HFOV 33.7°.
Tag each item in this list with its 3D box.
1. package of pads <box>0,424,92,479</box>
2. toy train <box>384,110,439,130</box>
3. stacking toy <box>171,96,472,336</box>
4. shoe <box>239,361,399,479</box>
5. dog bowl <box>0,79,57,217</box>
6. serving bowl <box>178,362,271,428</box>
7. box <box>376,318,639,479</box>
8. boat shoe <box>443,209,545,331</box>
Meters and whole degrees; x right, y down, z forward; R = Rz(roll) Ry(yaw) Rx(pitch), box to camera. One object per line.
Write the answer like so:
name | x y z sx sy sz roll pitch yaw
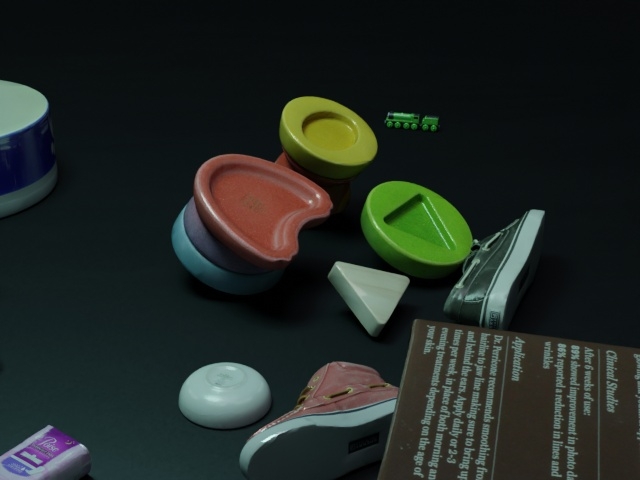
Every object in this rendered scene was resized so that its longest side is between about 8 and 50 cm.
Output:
package of pads | -0.225 0.182 0.823 0.050 0.032 0.083 21 32 29
toy train | 0.138 -0.180 1.592 0.083 0.024 0.017 6 26 8
stacking toy | 0.000 0.000 1.184 0.279 0.130 0.309 39 40 12
shoe | -0.002 0.151 0.873 0.177 0.064 0.081 -9 27 -33
dog bowl | -0.470 -0.117 1.332 0.264 0.104 0.265 2 26 -1
serving bowl | -0.085 0.132 0.938 0.083 0.027 0.083 1 27 -1
box | 0.233 0.181 0.717 0.381 0.143 0.191 6 34 12
boat shoe | 0.189 0.023 1.124 0.070 0.078 0.219 13 30 19
